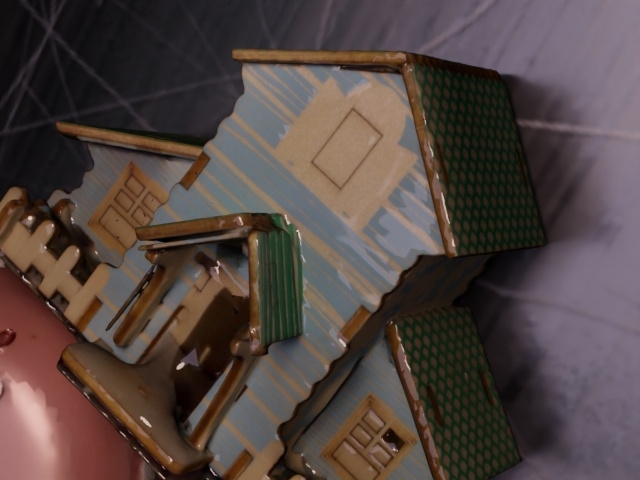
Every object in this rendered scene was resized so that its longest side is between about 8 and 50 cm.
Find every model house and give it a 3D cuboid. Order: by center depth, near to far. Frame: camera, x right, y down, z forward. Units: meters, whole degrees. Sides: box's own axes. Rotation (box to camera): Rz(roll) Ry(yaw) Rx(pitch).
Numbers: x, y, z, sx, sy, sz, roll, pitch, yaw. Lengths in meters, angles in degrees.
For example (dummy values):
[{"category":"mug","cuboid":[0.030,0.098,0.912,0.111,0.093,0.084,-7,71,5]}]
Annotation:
[{"category":"model house","cuboid":[0.000,0.000,0.713,0.271,0.178,0.206,45,107,20]}]

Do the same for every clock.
[{"category":"clock","cuboid":[-0.196,0.118,0.821,0.227,0.142,0.241,5,90,24]}]
